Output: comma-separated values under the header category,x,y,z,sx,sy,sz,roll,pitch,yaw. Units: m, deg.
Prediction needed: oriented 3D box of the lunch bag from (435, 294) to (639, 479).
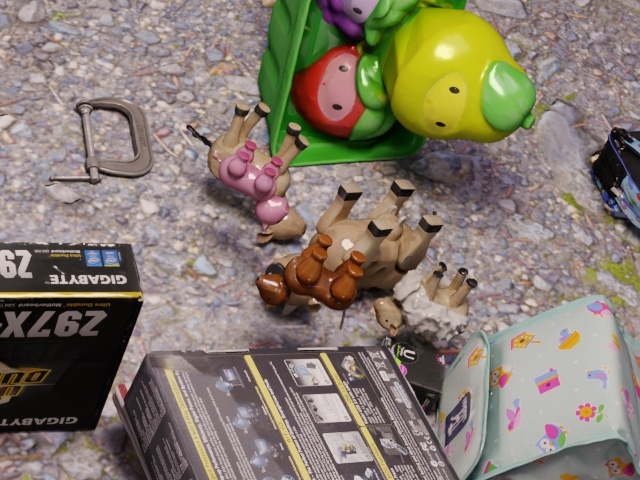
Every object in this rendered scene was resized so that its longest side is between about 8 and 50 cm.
category,x,y,z,sx,sy,sz,roll,pitch,yaw
lunch bag,0.245,0.212,1.736,0.160,0.262,0.223,51,30,-36

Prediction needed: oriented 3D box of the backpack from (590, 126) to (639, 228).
category,x,y,z,sx,sy,sz,roll,pitch,yaw
backpack,0.494,-0.073,2.165,0.158,0.117,0.173,-4,52,-26

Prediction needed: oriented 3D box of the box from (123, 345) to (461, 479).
category,x,y,z,sx,sy,sz,roll,pitch,yaw
box,0.006,0.281,1.543,0.318,0.097,0.395,2,43,-34

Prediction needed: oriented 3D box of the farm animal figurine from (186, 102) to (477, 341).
category,x,y,z,sx,sy,sz,roll,pitch,yaw
farm animal figurine,0.000,0.000,1.871,0.326,0.172,0.330,10,38,-32

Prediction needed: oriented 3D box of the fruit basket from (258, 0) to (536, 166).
category,x,y,z,sx,sy,sz,roll,pitch,yaw
fruit basket,0.100,-0.245,1.977,0.282,0.392,0.392,-6,53,-27

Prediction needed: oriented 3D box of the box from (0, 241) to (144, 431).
category,x,y,z,sx,sy,sz,roll,pitch,yaw
box,-0.368,0.106,1.543,0.322,0.257,0.079,1,50,-23

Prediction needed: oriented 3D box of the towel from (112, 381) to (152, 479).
category,x,y,z,sx,sy,sz,roll,pitch,yaw
towel,-0.051,0.241,1.663,0.329,0.037,0.237,-1,45,-35

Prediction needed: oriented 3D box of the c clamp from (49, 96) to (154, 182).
category,x,y,z,sx,sy,sz,roll,pitch,yaw
c clamp,-0.286,-0.135,1.957,0.137,0.022,0.161,7,49,-17

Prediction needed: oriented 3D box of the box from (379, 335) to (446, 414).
category,x,y,z,sx,sy,sz,roll,pitch,yaw
box,0.106,0.166,1.832,0.083,0.052,0.062,20,46,-6
